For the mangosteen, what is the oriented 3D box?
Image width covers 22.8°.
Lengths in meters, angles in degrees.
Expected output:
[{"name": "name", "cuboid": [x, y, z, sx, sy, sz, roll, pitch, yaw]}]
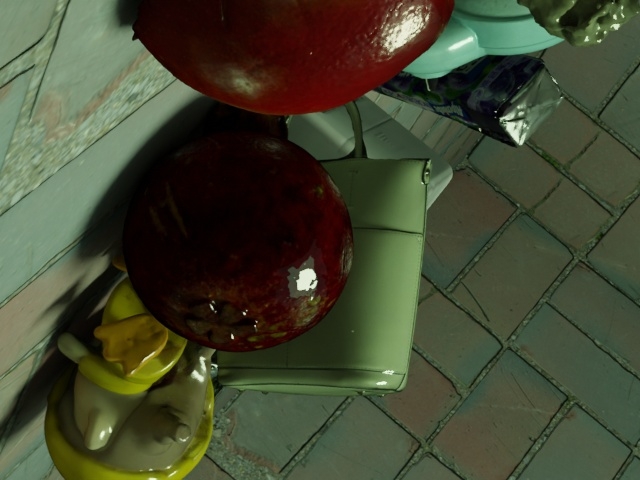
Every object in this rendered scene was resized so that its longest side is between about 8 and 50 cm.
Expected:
[{"name": "mangosteen", "cuboid": [-0.073, -0.025, 1.477, 0.215, 0.215, 0.257, 122, -20, -51]}]

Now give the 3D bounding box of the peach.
[{"name": "peach", "cuboid": [-0.024, -0.190, 1.094, 0.190, 0.226, 0.196, -88, 165, -44]}]

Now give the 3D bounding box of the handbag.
[{"name": "handbag", "cuboid": [0.000, 0.000, 1.596, 0.109, 0.241, 0.315, 23, 68, -63]}]

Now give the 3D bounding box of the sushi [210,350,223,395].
[{"name": "sushi", "cuboid": [-0.162, 0.138, 2.029, 0.127, 0.124, 0.225, -51, 179, 12]}]

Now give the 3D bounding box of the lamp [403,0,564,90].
[{"name": "lamp", "cuboid": [0.177, -0.277, 1.685, 0.284, 0.209, 0.147, -37, 138, 6]}]

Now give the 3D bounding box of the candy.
[{"name": "candy", "cuboid": [0.148, -0.186, 1.801, 0.088, 0.061, 0.312, -46, -146, -11]}]

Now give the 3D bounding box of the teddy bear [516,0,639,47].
[{"name": "teddy bear", "cuboid": [0.267, -0.415, 1.449, 0.367, 0.224, 0.357, -58, -172, 43]}]

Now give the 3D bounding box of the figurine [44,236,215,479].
[{"name": "figurine", "cuboid": [-0.196, 0.144, 1.661, 0.215, 0.187, 0.343, -60, 173, -31]}]

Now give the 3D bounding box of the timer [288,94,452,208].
[{"name": "timer", "cuboid": [0.001, -0.049, 1.742, 0.195, 0.194, 0.192, -54, 173, 20]}]
